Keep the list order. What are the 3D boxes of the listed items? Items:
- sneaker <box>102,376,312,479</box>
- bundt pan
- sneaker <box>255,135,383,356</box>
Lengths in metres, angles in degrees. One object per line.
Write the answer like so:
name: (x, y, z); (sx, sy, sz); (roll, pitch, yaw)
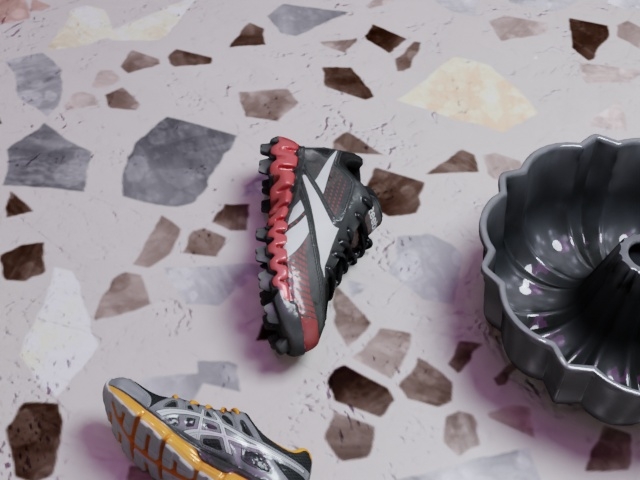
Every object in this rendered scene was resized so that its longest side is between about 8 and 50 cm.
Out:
sneaker: (-0.104, 0.185, 0.925); (0.215, 0.084, 0.083); (32, 53, 9)
bundt pan: (0.314, 0.050, 1.030); (0.331, 0.124, 0.330); (1, 52, -2)
sneaker: (0.000, 0.000, 1.065); (0.135, 0.097, 0.276); (1, 50, 0)
